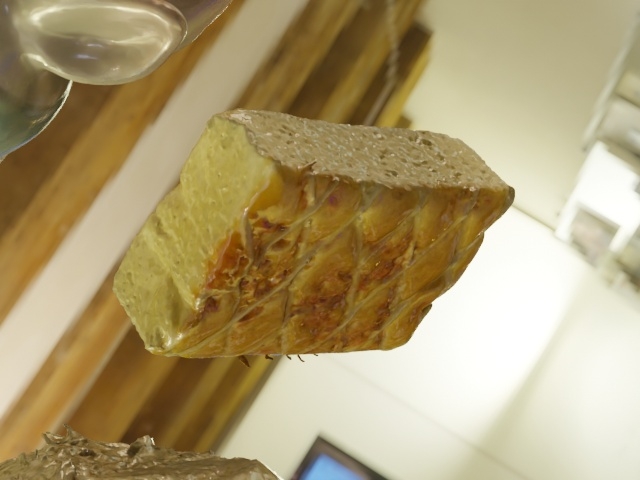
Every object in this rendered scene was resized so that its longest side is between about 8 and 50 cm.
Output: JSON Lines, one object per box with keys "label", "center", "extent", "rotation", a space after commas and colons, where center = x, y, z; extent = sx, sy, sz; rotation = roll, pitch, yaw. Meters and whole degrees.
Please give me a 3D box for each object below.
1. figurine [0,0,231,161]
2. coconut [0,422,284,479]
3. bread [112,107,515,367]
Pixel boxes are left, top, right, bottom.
{"label": "figurine", "center": [-0.156, -0.058, 0.618], "extent": [0.127, 0.236, 0.155], "rotation": [-30, -46, -71]}
{"label": "coconut", "center": [-0.076, 0.167, 0.594], "extent": [0.194, 0.194, 0.194], "rotation": [-56, -11, -16]}
{"label": "bread", "center": [0.001, 0.000, 0.885], "extent": [0.188, 0.068, 0.125], "rotation": [4, -50, -45]}
